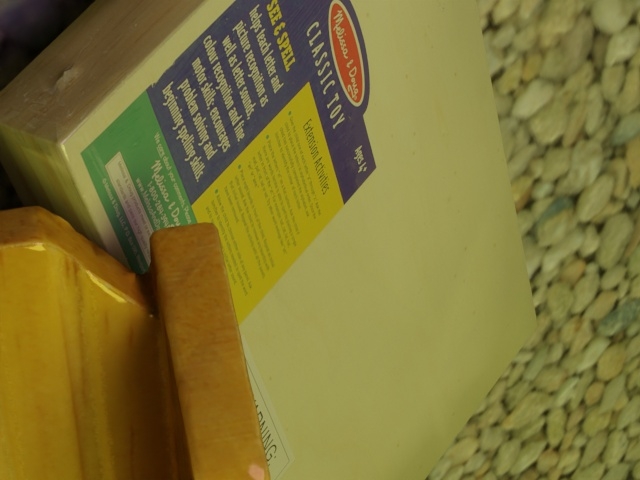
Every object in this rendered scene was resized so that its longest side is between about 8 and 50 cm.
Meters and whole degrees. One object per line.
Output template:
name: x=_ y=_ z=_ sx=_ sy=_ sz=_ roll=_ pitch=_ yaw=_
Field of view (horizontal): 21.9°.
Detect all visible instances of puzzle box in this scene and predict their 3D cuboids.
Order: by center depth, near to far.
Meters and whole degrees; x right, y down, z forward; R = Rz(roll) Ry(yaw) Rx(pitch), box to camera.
puzzle box: x=0.000 y=0.000 z=0.859 sx=0.272 sy=0.052 sz=0.409 roll=-49 pitch=143 yaw=-28

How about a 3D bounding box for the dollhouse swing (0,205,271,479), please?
dollhouse swing: x=-0.176 y=0.213 z=0.603 sx=0.347 sy=0.305 sz=0.315 roll=-8 pitch=128 yaw=-9
